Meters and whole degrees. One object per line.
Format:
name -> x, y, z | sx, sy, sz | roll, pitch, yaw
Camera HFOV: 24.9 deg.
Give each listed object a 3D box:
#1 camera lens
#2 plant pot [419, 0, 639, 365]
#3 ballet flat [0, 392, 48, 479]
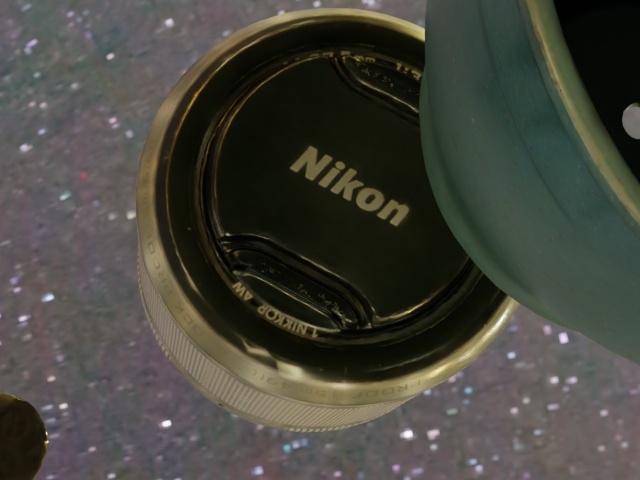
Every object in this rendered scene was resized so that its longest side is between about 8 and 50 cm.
camera lens -> 0.000, 0.000, 0.873 | 0.220, 0.274, 0.219 | 1, -102, -6
plant pot -> 0.153, -0.068, 0.499 | 0.272, 0.255, 0.271 | 2, -99, -11
ballet flat -> -0.272, 0.166, 0.840 | 0.250, 0.058, 0.084 | -33, -90, -29
